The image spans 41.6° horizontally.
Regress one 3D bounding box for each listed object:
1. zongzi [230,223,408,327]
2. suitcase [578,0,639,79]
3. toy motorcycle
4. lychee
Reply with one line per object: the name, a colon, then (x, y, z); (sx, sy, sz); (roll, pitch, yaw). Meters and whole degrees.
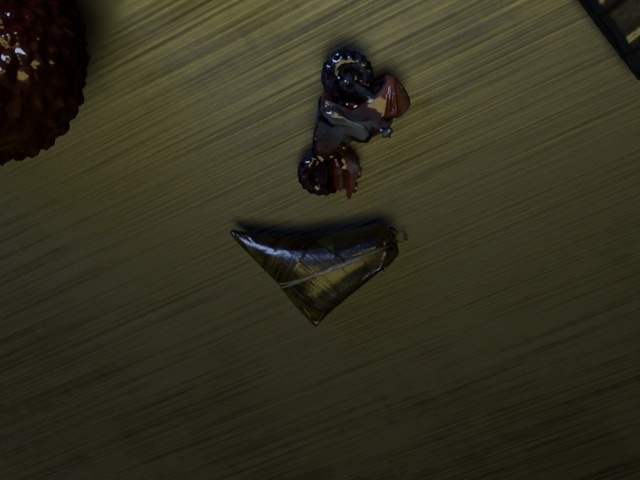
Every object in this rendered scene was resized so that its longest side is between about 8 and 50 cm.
zongzi: (0.000, 0.000, 1.178); (0.187, 0.084, 0.184); (-39, 104, 13)
suitcase: (0.391, -0.338, 0.976); (0.206, 0.066, 0.285); (-38, 114, 21)
toy motorcycle: (0.043, -0.140, 1.085); (0.118, 0.084, 0.212); (10, 128, -8)
lychee: (-0.398, -0.209, 0.933); (0.276, 0.275, 0.304); (15, 149, -10)
